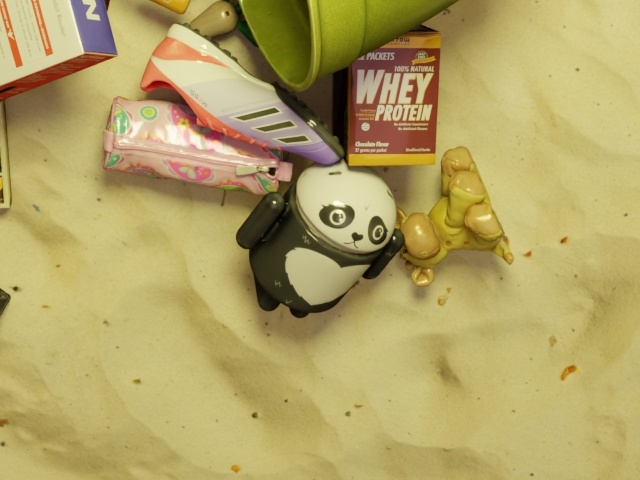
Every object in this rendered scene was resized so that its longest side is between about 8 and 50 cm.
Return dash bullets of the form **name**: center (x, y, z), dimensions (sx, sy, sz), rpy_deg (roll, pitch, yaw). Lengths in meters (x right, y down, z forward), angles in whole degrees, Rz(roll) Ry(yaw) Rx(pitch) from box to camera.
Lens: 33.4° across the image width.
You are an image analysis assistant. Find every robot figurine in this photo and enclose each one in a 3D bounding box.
- **robot figurine**: center (-0.001, 0.001, 1.627), dimensions (0.173, 0.209, 0.278), rpy_deg (48, 127, 12)

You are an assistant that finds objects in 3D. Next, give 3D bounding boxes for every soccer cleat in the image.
- **soccer cleat**: center (-0.112, -0.187, 1.549), dimensions (0.318, 0.108, 0.116), rpy_deg (35, 86, 5)

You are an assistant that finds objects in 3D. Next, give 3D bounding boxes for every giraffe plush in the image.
- **giraffe plush**: center (0.193, -0.024, 1.696), dimensions (0.170, 0.181, 0.210), rpy_deg (-23, 142, 10)

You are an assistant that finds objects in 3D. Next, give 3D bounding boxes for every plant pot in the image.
- **plant pot**: center (0.078, -0.418, 1.363), dimensions (0.353, 0.366, 0.366), rpy_deg (-20, 108, -13)

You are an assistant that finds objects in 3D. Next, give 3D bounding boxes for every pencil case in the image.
- **pencil case**: center (-0.184, -0.141, 1.619), dimensions (0.284, 0.124, 0.124), rpy_deg (10, 104, -9)

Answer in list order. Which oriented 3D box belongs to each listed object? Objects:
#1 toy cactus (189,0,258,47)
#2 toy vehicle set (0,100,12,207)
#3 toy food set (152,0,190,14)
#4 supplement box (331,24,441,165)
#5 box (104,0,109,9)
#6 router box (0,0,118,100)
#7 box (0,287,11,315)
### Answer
- **toy cactus**: center (-0.111, -0.356, 1.590), dimensions (0.180, 0.112, 0.219), rpy_deg (-23, 111, 20)
- **toy vehicle set**: center (-0.608, -0.128, 1.612), dimensions (0.267, 0.035, 0.166), rpy_deg (-2, 106, -7)
- **toy food set**: center (-0.197, -0.453, 1.530), dimensions (0.104, 0.111, 0.232), rpy_deg (23, 102, -13)
- **supplement box**: center (0.093, -0.223, 1.589), dimensions (0.129, 0.194, 0.191), rpy_deg (-1, 106, -7)
- **box**: center (-0.344, -0.437, 1.511), dimensions (0.128, 0.122, 0.257), rpy_deg (15, 104, -10)
- **router box**: center (-0.453, -0.362, 1.432), dimensions (0.301, 0.082, 0.335), rpy_deg (-14, 91, 24)
- **box**: center (-0.609, 0.162, 1.628), dimensions (0.142, 0.163, 0.247), rpy_deg (36, 99, -13)
